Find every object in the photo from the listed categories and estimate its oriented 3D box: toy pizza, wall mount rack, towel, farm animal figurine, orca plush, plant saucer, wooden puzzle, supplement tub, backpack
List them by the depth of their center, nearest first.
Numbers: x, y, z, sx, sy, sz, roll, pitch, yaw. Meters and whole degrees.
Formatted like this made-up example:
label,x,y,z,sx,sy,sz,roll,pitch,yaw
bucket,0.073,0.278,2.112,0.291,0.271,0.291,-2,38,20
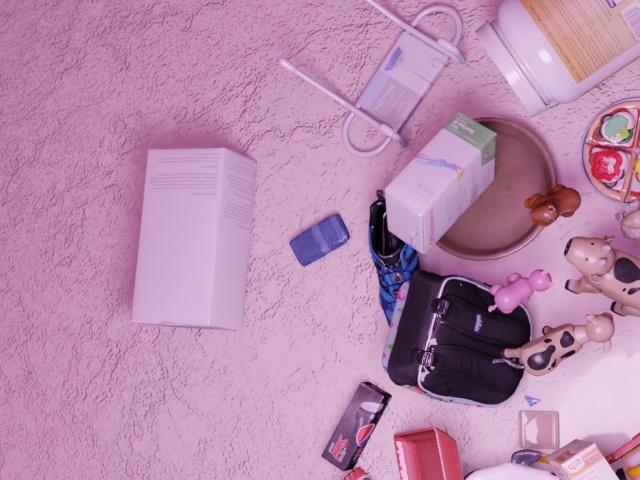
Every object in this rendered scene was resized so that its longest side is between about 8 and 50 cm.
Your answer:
label,x,y,z,sx,sy,sz,roll,pitch,yaw
farm animal figurine,0.461,0.070,1.657,0.327,0.172,0.330,7,86,-15
orca plush,0.390,0.436,1.744,0.287,0.102,0.151,-12,82,1
supplement tub,0.458,-0.387,1.761,0.316,0.228,0.228,-34,71,15
plant saucer,0.207,0.464,1.762,0.048,0.259,0.258,-7,77,-13
backpack,0.247,0.181,1.764,0.191,0.254,0.225,5,79,62
toy pizza,0.569,-0.162,1.788,0.201,0.032,0.201,-4,81,23
wooden puzzle,0.396,0.345,1.798,0.079,0.014,0.116,5,85,19
plant saucer,0.312,-0.096,1.884,0.278,0.041,0.277,-4,81,24
wall mount rack,0.106,-0.354,1.961,0.304,0.130,0.350,37,96,23
towel,0.000,0.000,2.010,0.119,0.029,0.067,-30,72,16

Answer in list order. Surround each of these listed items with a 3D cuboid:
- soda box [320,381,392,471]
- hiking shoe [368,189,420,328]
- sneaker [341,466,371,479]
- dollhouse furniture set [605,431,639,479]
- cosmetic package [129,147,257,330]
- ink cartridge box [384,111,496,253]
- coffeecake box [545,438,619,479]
label,x,y,z,sx,sy,sz,roll,pitch,yaw
soda box,0.070,0.359,1.914,0.060,0.053,0.168,29,95,24
hiking shoe,0.141,0.063,1.883,0.113,0.132,0.303,-18,76,20
sneaker,0.027,0.535,1.862,0.093,0.088,0.225,42,77,13
dollhouse furniture set,0.666,0.317,1.571,0.374,0.152,0.201,-46,67,25
cosmetic package,-0.261,-0.001,2.054,0.197,0.155,0.365,3,84,24
ink cartridge box,0.216,-0.101,1.780,0.093,0.154,0.212,34,70,23
coffeecake box,0.458,0.423,1.618,0.068,0.142,0.185,-32,82,-2
